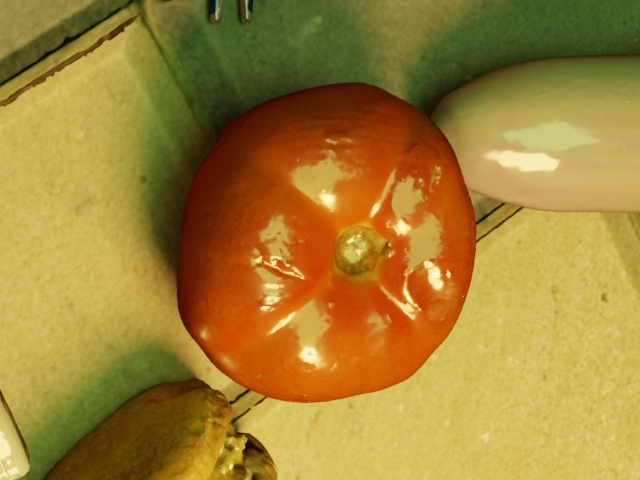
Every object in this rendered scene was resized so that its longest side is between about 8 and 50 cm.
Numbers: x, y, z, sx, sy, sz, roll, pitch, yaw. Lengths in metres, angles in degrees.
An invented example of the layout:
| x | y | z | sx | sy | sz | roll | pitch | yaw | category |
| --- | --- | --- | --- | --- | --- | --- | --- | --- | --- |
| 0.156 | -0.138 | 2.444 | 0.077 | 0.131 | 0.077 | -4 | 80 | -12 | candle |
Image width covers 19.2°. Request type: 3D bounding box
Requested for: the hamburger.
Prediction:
| x | y | z | sx | sy | sz | roll | pitch | yaw | category |
| --- | --- | --- | --- | --- | --- | --- | --- | --- | --- |
| -0.143 | 0.237 | 1.468 | 0.283 | 0.156 | 0.144 | -42 | 115 | -19 | hamburger |

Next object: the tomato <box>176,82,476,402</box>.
| x | y | z | sx | sy | sz | roll | pitch | yaw | category |
| --- | --- | --- | --- | --- | --- | --- | --- | --- | --- |
| -0.004 | 0.001 | 1.495 | 0.259 | 0.180 | 0.260 | -3 | 97 | -27 | tomato |

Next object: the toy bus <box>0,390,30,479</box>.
| x | y | z | sx | sy | sz | roll | pitch | yaw | category |
| --- | --- | --- | --- | --- | --- | --- | --- | --- | --- |
| -0.341 | 0.187 | 1.380 | 0.268 | 0.106 | 0.092 | -29 | 112 | -22 | toy bus |

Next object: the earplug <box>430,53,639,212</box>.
| x | y | z | sx | sy | sz | roll | pitch | yaw | category |
| --- | --- | --- | --- | --- | --- | --- | --- | --- | --- |
| 0.233 | -0.092 | 1.632 | 0.301 | 0.172 | 0.172 | -2 | 99 | -23 | earplug |

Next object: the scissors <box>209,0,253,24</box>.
| x | y | z | sx | sy | sz | roll | pitch | yaw | category |
| --- | --- | --- | --- | --- | --- | --- | --- | --- | --- |
| -0.071 | -0.231 | 1.519 | 0.039 | 0.012 | 0.113 | -2 | 98 | -29 | scissors |
